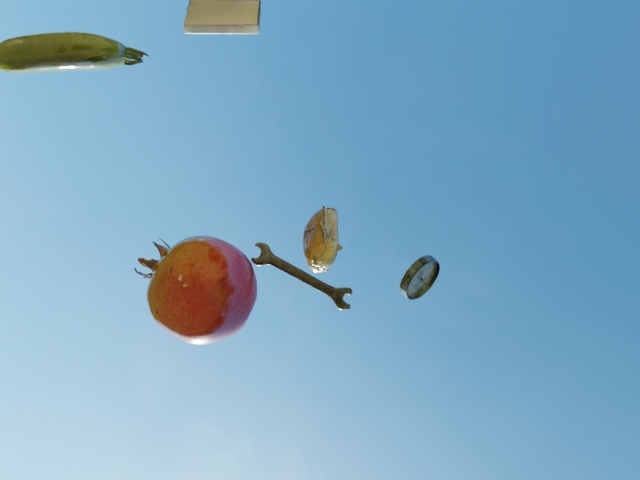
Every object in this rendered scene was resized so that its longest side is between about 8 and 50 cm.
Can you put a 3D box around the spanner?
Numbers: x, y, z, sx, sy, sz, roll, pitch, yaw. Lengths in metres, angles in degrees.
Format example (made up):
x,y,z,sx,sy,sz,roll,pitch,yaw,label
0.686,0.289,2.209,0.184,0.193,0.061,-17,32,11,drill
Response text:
x,y,z,sx,sy,sz,roll,pitch,yaw,label
-0.041,0.078,1.152,0.254,0.015,0.054,28,-102,9,spanner

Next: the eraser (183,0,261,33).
x,y,z,sx,sy,sz,roll,pitch,yaw,label
-0.197,-0.456,1.067,0.150,0.023,0.104,-1,-128,-2,eraser

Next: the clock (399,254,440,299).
x,y,z,sx,sy,sz,roll,pitch,yaw,label
0.169,0.063,0.886,0.017,0.085,0.085,39,-76,36,clock

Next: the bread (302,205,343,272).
x,y,z,sx,sy,sz,roll,pitch,yaw,label
0.000,0.000,0.862,0.072,0.053,0.106,118,-18,-44,bread

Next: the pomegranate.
x,y,z,sx,sy,sz,roll,pitch,yaw,label
-0.254,0.092,1.056,0.256,0.221,0.221,28,-81,7,pomegranate

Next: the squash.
x,y,z,sx,sy,sz,roll,pitch,yaw,label
-0.576,-0.436,1.213,0.094,0.341,0.094,172,-90,-73,squash
